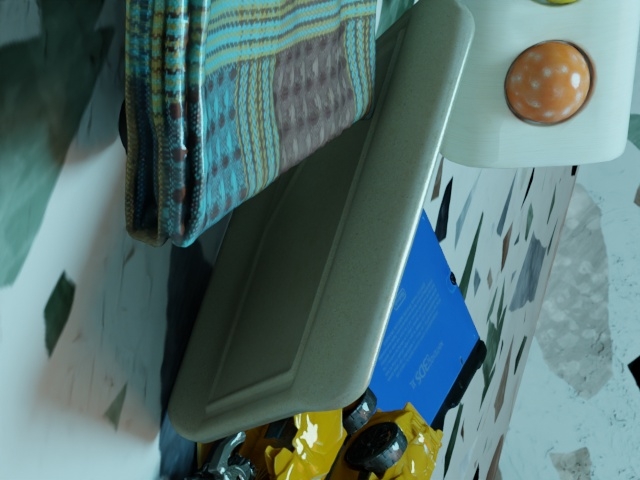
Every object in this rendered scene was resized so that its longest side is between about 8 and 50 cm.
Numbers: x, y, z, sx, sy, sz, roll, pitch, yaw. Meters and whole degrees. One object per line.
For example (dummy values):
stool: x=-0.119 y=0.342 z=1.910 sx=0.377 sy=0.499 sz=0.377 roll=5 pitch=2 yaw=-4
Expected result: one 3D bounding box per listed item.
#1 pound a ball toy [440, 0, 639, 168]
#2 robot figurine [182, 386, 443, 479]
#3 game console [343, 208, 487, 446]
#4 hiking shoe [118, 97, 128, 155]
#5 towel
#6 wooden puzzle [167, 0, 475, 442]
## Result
pound a ball toy: x=0.097 y=-0.163 z=0.946 sx=0.135 sy=0.208 sz=0.319 roll=-110 pitch=-161 yaw=-62
robot figurine: x=-0.018 y=0.188 z=0.985 sx=0.211 sy=0.085 sz=0.291 roll=54 pitch=42 yaw=-23
game console: x=0.019 y=0.135 z=1.292 sx=0.250 sy=0.173 sz=0.293 roll=66 pitch=25 yaw=-13
hiking shoe: x=-0.051 y=-0.131 z=0.730 sx=0.114 sy=0.086 sz=0.227 roll=65 pitch=35 yaw=-42
towel: x=-0.008 y=-0.206 z=0.593 sx=0.271 sy=0.040 sz=0.370 roll=-42 pitch=137 yaw=-66
wooden puzzle: x=0.000 y=0.000 z=0.825 sx=0.239 sy=0.044 sz=0.221 roll=-24 pitch=-134 yaw=65
